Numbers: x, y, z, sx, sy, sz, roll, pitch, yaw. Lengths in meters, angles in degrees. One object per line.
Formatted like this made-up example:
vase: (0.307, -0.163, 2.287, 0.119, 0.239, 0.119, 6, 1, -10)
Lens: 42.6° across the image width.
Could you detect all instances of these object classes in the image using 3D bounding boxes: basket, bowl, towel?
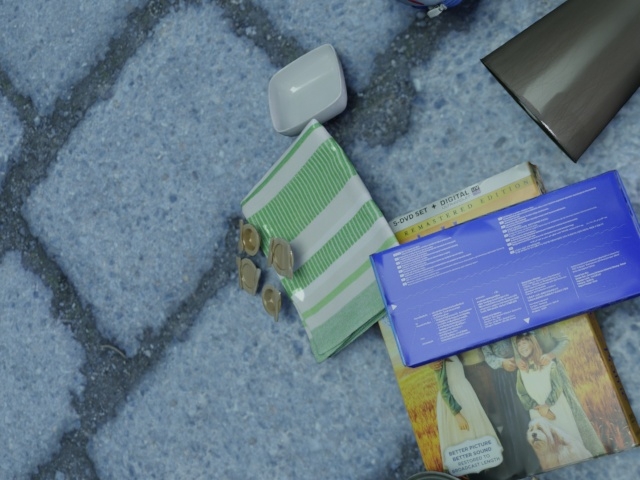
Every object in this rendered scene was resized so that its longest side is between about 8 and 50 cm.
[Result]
basket: (0.372, -0.255, 1.130, 0.227, 0.154, 0.204, -42, 69, 15)
bowl: (-0.016, -0.243, 1.369, 0.142, 0.053, 0.142, -26, 53, 23)
towel: (0.000, 0.000, 1.314, 0.248, 0.038, 0.325, -45, 62, 35)

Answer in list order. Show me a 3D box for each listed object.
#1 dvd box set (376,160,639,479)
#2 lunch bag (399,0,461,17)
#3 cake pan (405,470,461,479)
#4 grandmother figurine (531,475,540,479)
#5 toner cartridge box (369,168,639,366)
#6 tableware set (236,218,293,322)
dvd box set: (0.245, 0.135, 1.205, 0.307, 0.062, 0.421, -23, 75, 24)
lunch bag: (0.187, -0.483, 1.203, 0.243, 0.114, 0.304, -142, 71, -69)
cake pan: (0.174, 0.473, 1.140, 0.293, 0.054, 0.293, 18, 113, 52)
grandmother figurine: (0.419, 0.420, 1.044, 0.342, 0.104, 0.208, 22, 77, 27)
toner cartridge box: (0.257, 0.044, 1.113, 0.347, 0.075, 0.165, -19, 75, 11)
tableware set: (-0.098, 0.046, 1.375, 0.168, 0.020, 0.141, 31, 124, 45)
